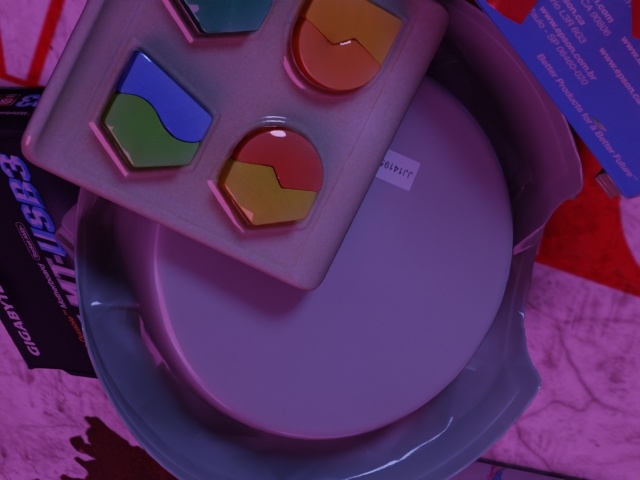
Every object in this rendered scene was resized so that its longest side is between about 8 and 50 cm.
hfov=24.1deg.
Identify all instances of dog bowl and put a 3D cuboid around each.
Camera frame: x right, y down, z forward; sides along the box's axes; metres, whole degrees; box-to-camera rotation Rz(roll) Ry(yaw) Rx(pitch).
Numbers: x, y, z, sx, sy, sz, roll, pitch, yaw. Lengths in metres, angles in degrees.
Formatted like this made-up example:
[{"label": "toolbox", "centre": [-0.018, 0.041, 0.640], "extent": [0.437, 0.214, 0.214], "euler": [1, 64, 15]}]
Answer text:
[{"label": "dog bowl", "centre": [0.000, 0.000, 0.979], "extent": [0.349, 0.349, 0.102], "euler": [52, 169, -22]}]

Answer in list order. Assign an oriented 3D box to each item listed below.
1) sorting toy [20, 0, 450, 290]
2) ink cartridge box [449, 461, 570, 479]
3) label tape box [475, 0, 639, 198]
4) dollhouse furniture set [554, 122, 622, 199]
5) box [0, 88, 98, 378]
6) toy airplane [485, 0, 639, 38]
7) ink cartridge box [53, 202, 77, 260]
[{"label": "sorting toy", "centre": [-0.042, -0.091, 0.867], "extent": [0.208, 0.193, 0.038], "euler": [26, -179, -24]}, {"label": "ink cartridge box", "centre": [0.160, 0.281, 1.343], "extent": [0.212, 0.093, 0.154], "euler": [7, 134, 24]}, {"label": "label tape box", "centre": [0.247, -0.189, 0.795], "extent": [0.347, 0.115, 0.249], "euler": [-22, 116, 42]}, {"label": "dollhouse furniture set", "centre": [0.196, -0.065, 1.020], "extent": [0.151, 0.058, 0.076], "euler": [28, 151, 38]}, {"label": "box", "centre": [-0.186, 0.003, 1.299], "extent": [0.293, 0.073, 0.296], "euler": [3, 132, 29]}, {"label": "toy airplane", "centre": [0.138, -0.156, 0.788], "extent": [0.151, 0.028, 0.151], "euler": [17, 135, 18]}, {"label": "ink cartridge box", "centre": [-0.021, 0.041, 1.103], "extent": [0.289, 0.211, 0.121], "euler": [51, 171, -23]}]
